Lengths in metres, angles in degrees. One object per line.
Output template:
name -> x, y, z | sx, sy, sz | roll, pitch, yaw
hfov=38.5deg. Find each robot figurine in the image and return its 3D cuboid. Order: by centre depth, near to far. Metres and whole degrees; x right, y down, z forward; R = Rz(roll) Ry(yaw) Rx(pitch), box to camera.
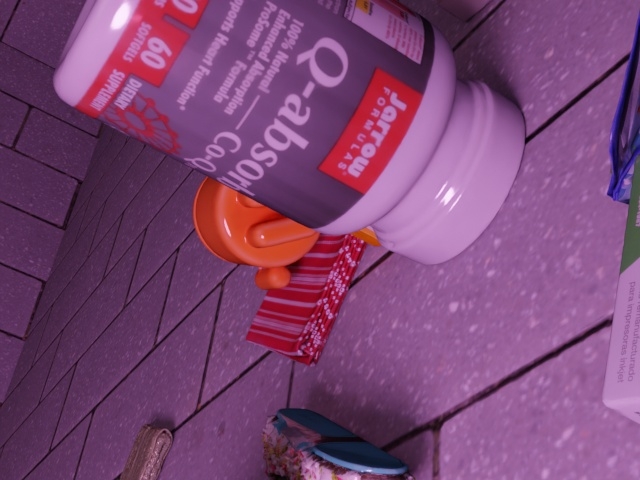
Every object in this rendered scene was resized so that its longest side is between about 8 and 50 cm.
robot figurine -> -0.074, -0.035, 1.039 | 0.128, 0.158, 0.219 | -53, 16, -12

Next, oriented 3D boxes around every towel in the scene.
towel -> 0.000, 0.000, 1.045 | 0.275, 0.031, 0.199 | -67, 21, -8
towel -> -0.247, 0.323, 1.246 | 0.110, 0.027, 0.148 | -14, 54, 64

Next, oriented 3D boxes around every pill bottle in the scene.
pill bottle -> -0.018, -0.131, 0.778 | 0.210, 0.363, 0.210 | -49, 25, 33

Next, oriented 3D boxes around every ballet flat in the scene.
ballet flat -> 0.011, 0.195, 0.748 | 0.241, 0.091, 0.077 | -179, 97, -74

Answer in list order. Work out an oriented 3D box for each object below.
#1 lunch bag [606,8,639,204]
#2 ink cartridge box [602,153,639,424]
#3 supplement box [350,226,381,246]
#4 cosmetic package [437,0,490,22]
lunch bag -> 0.231, -0.098, 0.555 | 0.151, 0.096, 0.129 | 138, 150, -72
ink cartridge box -> 0.240, 0.010, 0.408 | 0.208, 0.087, 0.153 | -25, 44, 57
supplement box -> 0.055, -0.051, 0.933 | 0.036, 0.062, 0.098 | -5, 60, 67
cosmetic package -> 0.165, -0.301, 0.991 | 0.060, 0.041, 0.115 | -35, 35, 49
